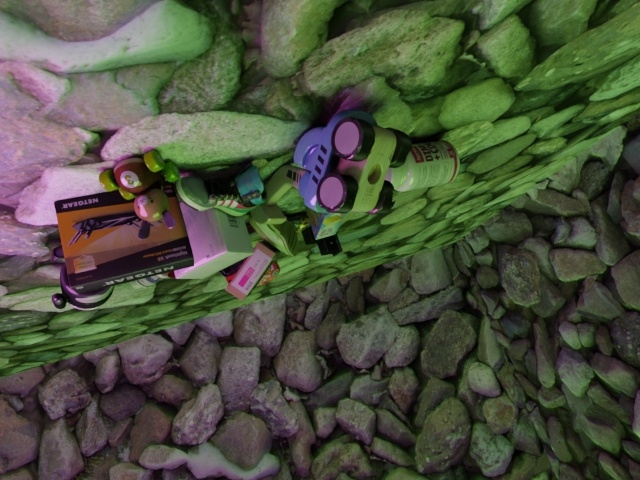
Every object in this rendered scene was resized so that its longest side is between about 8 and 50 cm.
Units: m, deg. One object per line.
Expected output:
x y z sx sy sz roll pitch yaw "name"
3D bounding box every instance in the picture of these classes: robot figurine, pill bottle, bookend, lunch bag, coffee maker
-0.813 0.141 1.575 0.209 0.173 0.278 1 157 -27 "robot figurine"
-0.699 0.136 1.841 0.170 0.094 0.094 -25 164 24 "pill bottle"
0.000 0.000 2.104 0.157 0.156 0.072 -8 162 -35 "bookend"
0.328 -0.257 1.575 0.283 0.160 0.160 -13 164 -25 "pill bottle"
-0.369 0.174 2.339 0.258 0.120 0.293 -9 163 -31 "lunch bag"
-0.375 0.094 1.881 0.171 0.120 0.178 -57 -179 6 "coffee maker"

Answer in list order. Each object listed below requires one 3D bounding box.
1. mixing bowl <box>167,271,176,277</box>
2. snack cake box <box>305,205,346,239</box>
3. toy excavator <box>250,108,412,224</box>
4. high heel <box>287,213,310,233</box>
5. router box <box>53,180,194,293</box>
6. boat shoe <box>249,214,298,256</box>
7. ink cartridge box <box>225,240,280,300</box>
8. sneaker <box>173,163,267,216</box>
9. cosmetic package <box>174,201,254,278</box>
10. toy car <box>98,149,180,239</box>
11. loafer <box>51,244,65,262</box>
-0.536 0.075 1.814 0.182 0.098 0.181 -19 166 -5 "mixing bowl"
0.016 -0.121 1.694 0.089 0.152 0.264 -15 164 -13 "snack cake box"
-0.012 -0.190 1.334 0.223 0.445 0.432 -3 117 -45 "toy excavator"
-0.128 -0.025 1.963 0.187 0.093 0.261 -8 154 -16 "high heel"
-0.526 -0.014 1.224 0.309 0.242 0.081 -15 165 -19 "router box"
-0.178 -0.034 1.792 0.104 0.113 0.302 -2 147 21 "boat shoe"
-0.268 0.118 1.827 0.234 0.088 0.193 -54 -179 2 "ink cartridge box"
-0.256 -0.152 1.296 0.179 0.123 0.296 -27 164 26 "sneaker"
-0.365 -0.019 1.439 0.225 0.223 0.138 -27 164 25 "cosmetic package"
-0.433 -0.101 1.127 0.155 0.188 0.149 -21 165 7 "toy car"
-0.720 0.012 1.415 0.223 0.076 0.078 -17 161 -27 "loafer"
